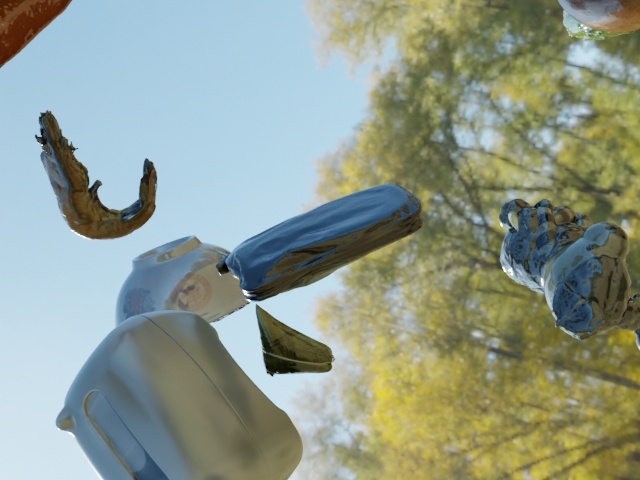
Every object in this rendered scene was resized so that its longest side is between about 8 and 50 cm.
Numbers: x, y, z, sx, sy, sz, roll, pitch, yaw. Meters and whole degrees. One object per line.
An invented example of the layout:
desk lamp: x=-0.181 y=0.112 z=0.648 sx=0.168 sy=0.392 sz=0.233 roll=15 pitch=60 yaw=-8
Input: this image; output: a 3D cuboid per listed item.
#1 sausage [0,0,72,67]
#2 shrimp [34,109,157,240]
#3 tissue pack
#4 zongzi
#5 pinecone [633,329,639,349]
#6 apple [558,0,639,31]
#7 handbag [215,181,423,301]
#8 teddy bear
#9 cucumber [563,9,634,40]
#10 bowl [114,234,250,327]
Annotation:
sausage: x=-0.450 y=-0.261 z=1.219 sx=0.348 sy=0.097 sz=0.094 roll=-51 pitch=-32 yaw=-23
shrimp: x=-0.314 y=-0.094 z=1.331 sx=0.046 sy=0.152 sz=0.219 roll=-97 pitch=-12 yaw=-59
tissue pack: x=-0.212 y=0.274 z=1.372 sx=0.236 sy=0.333 sz=0.229 roll=-15 pitch=-33 yaw=-56
zongzi: x=-0.035 y=0.136 z=1.336 sx=0.052 sy=0.104 sz=0.113 roll=-83 pitch=-13 yaw=-68
pinecone: x=0.681 y=0.192 z=1.676 sx=0.309 sy=0.244 sz=0.244 roll=49 pitch=-127 yaw=-32
apple: x=0.380 y=-0.355 z=1.188 sx=0.181 sy=0.168 sz=0.180 roll=-1 pitch=-87 yaw=-28
handbag: x=-0.003 y=0.001 z=1.524 sx=0.074 sy=0.332 sz=0.191 roll=68 pitch=172 yaw=-24
teddy bear: x=0.356 y=0.039 z=1.242 sx=0.171 sy=0.251 sz=0.144 roll=18 pitch=-73 yaw=-28
cucumber: x=0.484 y=-0.398 z=1.616 sx=0.244 sy=0.134 sz=0.134 roll=154 pitch=135 yaw=-77
bowl: x=-0.295 y=0.086 z=1.953 sx=0.345 sy=0.346 sz=0.157 roll=-35 pitch=-73 yaw=-59
